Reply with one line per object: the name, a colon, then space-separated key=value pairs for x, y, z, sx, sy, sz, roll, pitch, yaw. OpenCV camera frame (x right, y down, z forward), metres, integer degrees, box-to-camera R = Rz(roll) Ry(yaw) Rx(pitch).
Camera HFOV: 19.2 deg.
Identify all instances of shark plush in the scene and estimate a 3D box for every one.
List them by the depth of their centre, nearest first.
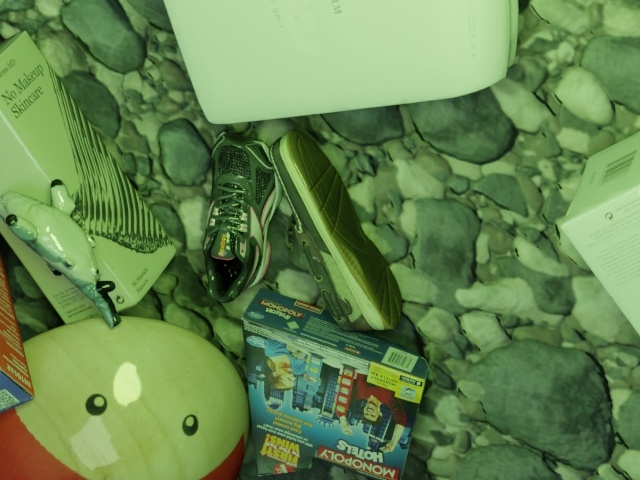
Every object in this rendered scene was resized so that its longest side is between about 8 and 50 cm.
shark plush: x=-0.240 y=0.011 z=1.794 sx=0.161 sy=0.073 sz=0.067 roll=41 pitch=143 yaw=-12

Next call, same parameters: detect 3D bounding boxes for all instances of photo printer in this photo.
photo printer: x=0.014 y=-0.234 z=1.634 sx=0.307 sy=0.107 sz=0.256 roll=-4 pitch=118 yaw=24

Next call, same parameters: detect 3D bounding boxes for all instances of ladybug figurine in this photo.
ladybug figurine: x=-0.234 y=0.251 z=1.946 sx=0.305 sy=0.162 sz=0.449 roll=10 pitch=140 yaw=-15

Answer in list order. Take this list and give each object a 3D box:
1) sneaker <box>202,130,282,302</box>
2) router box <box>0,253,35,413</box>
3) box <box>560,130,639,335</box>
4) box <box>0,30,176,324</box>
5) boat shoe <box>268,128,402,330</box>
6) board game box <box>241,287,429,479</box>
sneaker: x=-0.080 y=-0.016 z=1.827 sx=0.072 sy=0.077 sz=0.178 roll=7 pitch=122 yaw=16
router box: x=-0.474 y=0.077 z=1.851 sx=0.335 sy=0.301 sz=0.082 roll=-23 pitch=150 yaw=7
box: x=0.304 y=0.003 z=1.650 sx=0.091 sy=0.130 sz=0.170 roll=-28 pitch=106 yaw=32
box: x=-0.266 y=-0.057 z=1.857 sx=0.094 sy=0.113 sz=0.275 roll=-23 pitch=111 yaw=31
boat shoe: x=0.001 y=0.000 z=1.803 sx=0.073 sy=0.080 sz=0.223 roll=-19 pitch=116 yaw=25
board game box: x=0.005 y=0.168 z=1.918 sx=0.194 sy=0.060 sz=0.194 roll=19 pitch=127 yaw=10
